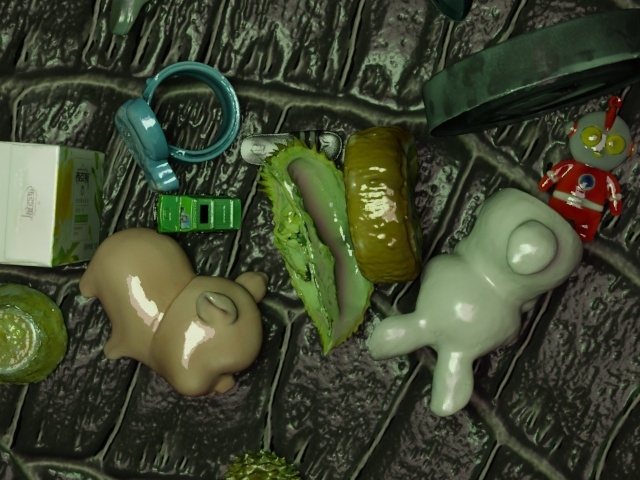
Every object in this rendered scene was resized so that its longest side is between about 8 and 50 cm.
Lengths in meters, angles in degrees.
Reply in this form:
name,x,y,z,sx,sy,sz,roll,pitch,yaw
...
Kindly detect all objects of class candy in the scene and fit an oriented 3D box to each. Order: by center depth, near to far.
name,x,y,z,sx,sy,sz,roll,pitch,yaw
candy,0.106,-0.055,1.716,0.118,0.260,0.260,-7,92,14

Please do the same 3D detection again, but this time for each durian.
name,x,y,z,sx,sy,sz,roll,pitch,yaw
durian,-0.001,-0.005,1.769,0.157,0.169,0.355,-20,96,5
durian,-0.117,0.418,1.822,0.186,0.119,0.108,-10,95,7

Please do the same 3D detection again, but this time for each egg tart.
name,x,y,z,sx,sy,sz,roll,pitch,yaw
egg tart,-0.543,0.167,1.875,0.197,0.078,0.197,0,91,3

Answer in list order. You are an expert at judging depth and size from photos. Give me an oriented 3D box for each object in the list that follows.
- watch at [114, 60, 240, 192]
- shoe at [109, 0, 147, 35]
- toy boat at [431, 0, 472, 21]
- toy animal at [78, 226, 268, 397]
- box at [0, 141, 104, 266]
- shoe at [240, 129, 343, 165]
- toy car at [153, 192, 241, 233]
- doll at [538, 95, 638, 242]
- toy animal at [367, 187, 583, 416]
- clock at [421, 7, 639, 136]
name,x,y,z,sx,sy,sz,roll,pitch,yaw
watch,-0.232,-0.197,1.795,0.193,0.211,0.211,-29,89,-15
shoe,-0.308,-0.441,1.840,0.078,0.079,0.195,18,85,-30
toy boat,0.201,-0.484,1.778,0.093,0.103,0.246,-21,104,-8
toy animal,-0.242,0.115,1.789,0.269,0.237,0.326,-29,87,18
box,-0.448,-0.060,1.765,0.111,0.260,0.194,4,93,6
shoe,-0.052,-0.155,1.828,0.179,0.049,0.071,1,93,5
toy car,-0.207,-0.045,1.797,0.062,0.165,0.071,2,92,45
doll,0.451,-0.123,1.769,0.142,0.076,0.245,21,98,4
toy animal,0.252,0.093,1.712,0.196,0.241,0.367,42,95,5
clock,0.340,-0.249,1.623,0.386,0.386,0.076,-16,86,6
